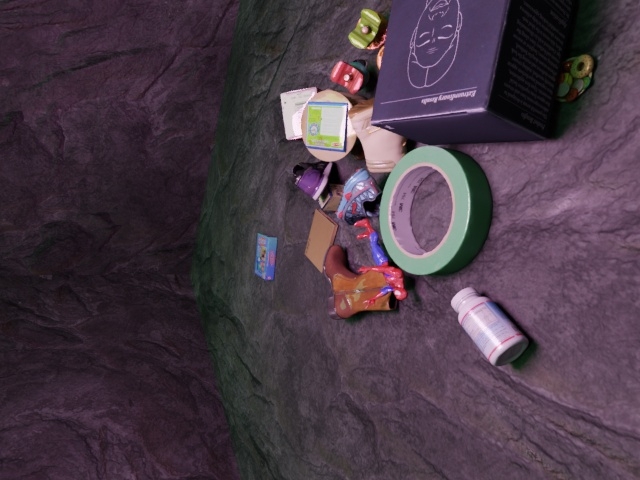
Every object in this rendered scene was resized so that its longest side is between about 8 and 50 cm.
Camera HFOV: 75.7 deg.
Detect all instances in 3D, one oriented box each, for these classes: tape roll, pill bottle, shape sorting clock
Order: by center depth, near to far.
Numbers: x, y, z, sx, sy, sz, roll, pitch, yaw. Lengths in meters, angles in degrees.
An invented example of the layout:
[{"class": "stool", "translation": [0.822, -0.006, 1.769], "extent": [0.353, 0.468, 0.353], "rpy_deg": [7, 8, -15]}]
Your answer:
[{"class": "pill bottle", "translation": [0.353, 0.178, 0.876], "extent": [0.160, 0.087, 0.087], "rpy_deg": [60, 137, 44]}, {"class": "tape roll", "translation": [0.276, -0.073, 1.042], "extent": [0.321, 0.077, 0.321], "rpy_deg": [-9, 79, 60]}, {"class": "shape sorting clock", "translation": [0.025, -0.342, 1.236], "extent": [0.206, 0.040, 0.206], "rpy_deg": [10, 107, 34]}]

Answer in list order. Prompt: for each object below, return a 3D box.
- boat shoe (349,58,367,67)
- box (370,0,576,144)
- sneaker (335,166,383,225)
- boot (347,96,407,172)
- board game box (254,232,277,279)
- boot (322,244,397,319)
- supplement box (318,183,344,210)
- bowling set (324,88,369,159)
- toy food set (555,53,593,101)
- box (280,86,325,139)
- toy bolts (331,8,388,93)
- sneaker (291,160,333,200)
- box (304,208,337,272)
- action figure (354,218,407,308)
[{"class": "boat shoe", "translation": [0.108, -0.587, 1.413], "extent": [0.133, 0.042, 0.049], "rpy_deg": [3, 92, 62]}, {"class": "box", "translation": [0.302, -0.411, 0.825], "extent": [0.293, 0.212, 0.395], "rpy_deg": [17, 97, 54]}, {"class": "sneaker", "translation": [0.124, -0.100, 1.252], "extent": [0.125, 0.104, 0.262], "rpy_deg": [44, 162, 17]}, {"class": "boot", "translation": [0.226, -0.298, 1.109], "extent": [0.095, 0.262, 0.203], "rpy_deg": [-86, -24, -54]}, {"class": "board game box", "translation": [-0.272, 0.077, 2.038], "extent": [0.160, 0.047, 0.210], "rpy_deg": [19, 105, 60]}, {"class": "boot", "translation": [0.119, 0.107, 1.299], "extent": [0.280, 0.096, 0.264], "rpy_deg": [-27, 52, 50]}, {"class": "supplement box", "translation": [0.047, -0.151, 1.446], "extent": [0.083, 0.083, 0.056], "rpy_deg": [-51, 46, 47]}, {"class": "bowling set", "translation": [0.109, -0.349, 1.277], "extent": [0.287, 0.154, 0.199], "rpy_deg": [42, 124, 54]}, {"class": "toy food set", "translation": [0.467, -0.302, 0.772], "extent": [0.083, 0.020, 0.082], "rpy_deg": [25, 110, 58]}, {"class": "box", "translation": [-0.025, -0.422, 1.399], "extent": [0.127, 0.232, 0.148], "rpy_deg": [-4, 101, 20]}, {"class": "toy bolts", "translation": [0.165, -0.550, 1.265], "extent": [0.218, 0.158, 0.228], "rpy_deg": [41, 122, 4]}, {"class": "sneaker", "translation": [-0.033, -0.248, 1.464], "extent": [0.107, 0.124, 0.283], "rpy_deg": [-57, 10, 22]}, {"class": "box", "translation": [0.000, 0.000, 1.584], "extent": [0.164, 0.021, 0.201], "rpy_deg": [45, 126, 53]}, {"class": "action figure", "translation": [0.141, 0.073, 1.164], "extent": [0.280, 0.139, 0.091], "rpy_deg": [59, 173, 42]}]
